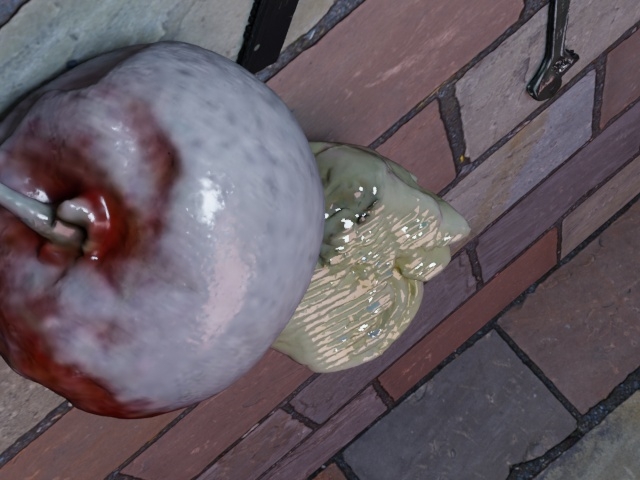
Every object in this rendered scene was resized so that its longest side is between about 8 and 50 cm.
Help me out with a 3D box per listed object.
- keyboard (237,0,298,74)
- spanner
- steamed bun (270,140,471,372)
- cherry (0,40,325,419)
[{"bbox_3d":[-0.038,-0.233,1.034,0.060,0.018,0.195,-33,159,-40],"label":"keyboard"},{"bbox_3d":[0.336,-0.292,1.556,0.093,0.026,0.325,-38,157,-6],"label":"spanner"},{"bbox_3d":[0.000,0.000,1.290,0.280,0.207,0.268,23,111,-46],"label":"steamed bun"},{"bbox_3d":[-0.138,-0.023,0.943,0.335,0.291,0.326,-46,159,-50],"label":"cherry"}]
